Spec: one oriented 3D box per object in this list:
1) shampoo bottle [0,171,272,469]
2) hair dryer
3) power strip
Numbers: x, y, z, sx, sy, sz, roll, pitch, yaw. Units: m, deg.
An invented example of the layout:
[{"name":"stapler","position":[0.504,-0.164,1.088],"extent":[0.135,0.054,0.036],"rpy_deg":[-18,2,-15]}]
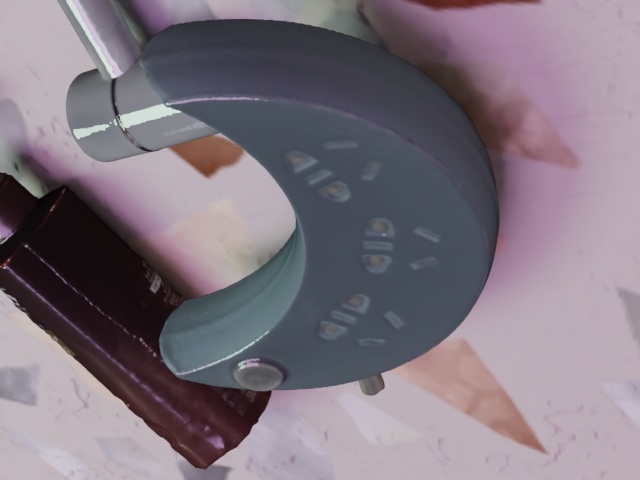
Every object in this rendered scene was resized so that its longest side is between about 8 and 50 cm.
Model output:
[{"name":"shampoo bottle","position":[-0.127,0.026,1.006],"extent":[0.236,0.067,0.068],"rpy_deg":[44,144,-16]},{"name":"hair dryer","position":[-0.099,-0.104,0.889],"extent":[0.082,0.047,0.137],"rpy_deg":[-13,116,35]},{"name":"power strip","position":[0.000,0.000,0.891],"extent":[0.168,0.054,0.253],"rpy_deg":[3,140,3]}]
